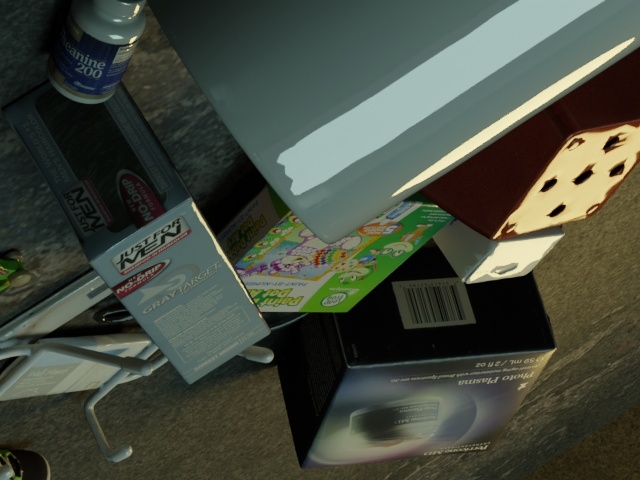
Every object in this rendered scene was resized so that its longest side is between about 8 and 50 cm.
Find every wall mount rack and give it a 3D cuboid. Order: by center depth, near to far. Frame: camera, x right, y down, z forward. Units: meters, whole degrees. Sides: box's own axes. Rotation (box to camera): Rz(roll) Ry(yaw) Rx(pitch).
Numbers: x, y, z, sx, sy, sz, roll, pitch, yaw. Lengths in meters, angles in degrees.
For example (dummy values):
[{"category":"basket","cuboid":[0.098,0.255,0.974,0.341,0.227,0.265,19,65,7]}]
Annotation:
[{"category":"wall mount rack","cuboid":[-0.242,0.166,2.003,0.304,0.130,0.350,-40,158,32]}]

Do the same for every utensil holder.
[{"category":"utensil holder","cuboid":[0.083,-0.223,1.466,0.385,0.328,0.327,-35,157,6]}]

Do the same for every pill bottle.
[{"category":"pill bottle","cuboid":[-0.192,-0.182,1.505,0.067,0.067,0.120,-14,150,-38]}]

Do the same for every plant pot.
[{"category":"plant pot","cuboid":[0.222,-0.153,1.887,0.267,0.236,0.267,-12,149,-40]}]

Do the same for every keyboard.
[{"category":"keyboard","cuboid":[-0.255,0.052,1.948,0.256,0.014,0.072,-32,162,-3]}]

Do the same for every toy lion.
[{"category":"toy lion","cuboid":[-0.361,0.040,1.765,0.096,0.034,0.100,-31,158,12]}]

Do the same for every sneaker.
[{"category":"sneaker","cuboid":[-0.419,0.291,2.101,0.234,0.084,0.097,-9,145,-44]}]

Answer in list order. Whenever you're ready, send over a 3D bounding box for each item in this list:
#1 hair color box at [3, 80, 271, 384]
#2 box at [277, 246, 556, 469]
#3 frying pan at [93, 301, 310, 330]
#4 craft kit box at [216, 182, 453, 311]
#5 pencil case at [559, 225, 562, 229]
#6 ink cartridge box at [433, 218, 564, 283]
[{"category":"hair color box","cuboid":[-0.172,-0.010,1.712,0.113,0.185,0.374,-32,157,-3]},{"category":"box","cuboid":[0.124,0.161,2.336,0.296,0.183,0.294,-4,148,-17]},{"category":"frying pan","cuboid":[-0.117,0.070,2.106,0.326,0.053,0.197,-19,148,-11]},{"category":"craft kit box","cuboid":[0.000,0.000,1.972,0.249,0.061,0.246,2,149,-40]},{"category":"pencil case","cuboid":[0.247,0.014,2.426,0.206,0.086,0.088,-44,167,22]},{"category":"ink cartridge box","cuboid":[0.185,-0.051,2.090,0.139,0.191,0.082,-7,145,-47]}]
